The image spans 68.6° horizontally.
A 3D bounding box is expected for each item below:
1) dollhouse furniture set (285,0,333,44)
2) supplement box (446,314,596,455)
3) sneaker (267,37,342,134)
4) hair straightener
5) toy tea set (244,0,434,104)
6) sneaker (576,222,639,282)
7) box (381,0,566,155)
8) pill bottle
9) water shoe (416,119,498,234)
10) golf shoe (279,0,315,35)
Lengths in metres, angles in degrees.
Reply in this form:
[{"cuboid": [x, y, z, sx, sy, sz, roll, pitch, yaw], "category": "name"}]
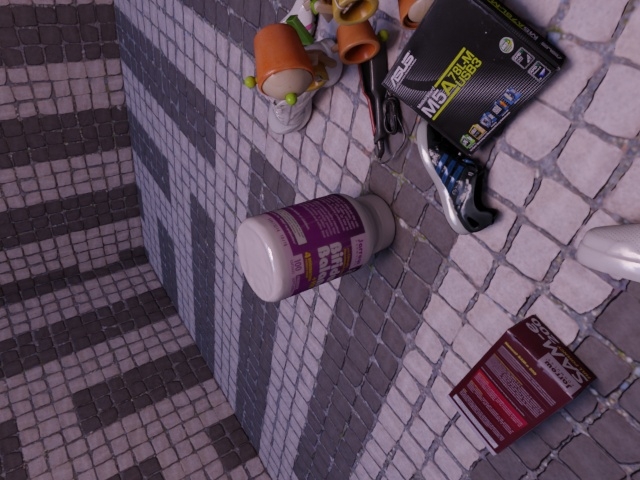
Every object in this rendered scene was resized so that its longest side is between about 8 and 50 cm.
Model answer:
[{"cuboid": [0.006, -0.452, 0.898, 0.058, 0.152, 0.076, 42, 174, -36], "category": "dollhouse furniture set"}, {"cuboid": [0.323, 0.249, 0.790, 0.130, 0.073, 0.240, 51, 145, 28], "category": "supplement box"}, {"cuboid": [-0.076, -0.329, 1.035, 0.114, 0.152, 0.305, 61, 149, 6], "category": "sneaker"}, {"cuboid": [0.114, -0.258, 0.867, 0.089, 0.047, 0.231, 9, 108, 55], "category": "hair straightener"}, {"cuboid": [0.042, -0.307, 0.755, 0.335, 0.200, 0.125, -20, 80, 36], "category": "toy tea set"}, {"cuboid": [0.417, -0.034, 0.468, 0.292, 0.108, 0.169, 8, 111, 46], "category": "sneaker"}, {"cuboid": [0.207, -0.242, 0.671, 0.184, 0.045, 0.191, 39, 145, 0], "category": "box"}, {"cuboid": [0.000, 0.000, 0.945, 0.169, 0.301, 0.170, 35, 135, 45], "category": "pill bottle"}, {"cuboid": [0.227, -0.112, 0.769, 0.080, 0.073, 0.203, -22, 92, 38], "category": "water shoe"}, {"cuboid": [-0.069, -0.446, 1.026, 0.068, 0.085, 0.186, 61, 147, 19], "category": "golf shoe"}]
